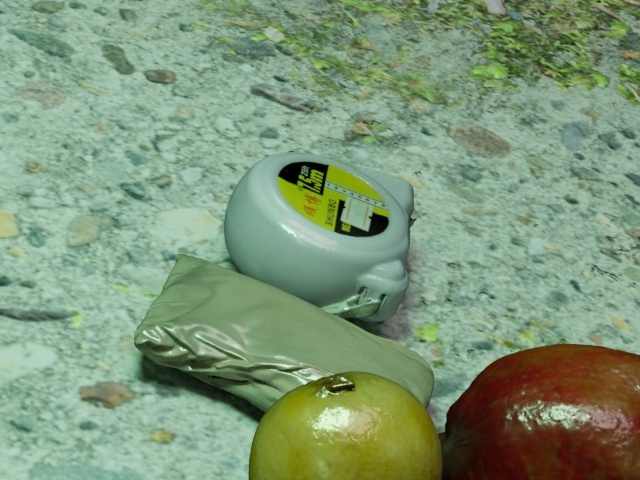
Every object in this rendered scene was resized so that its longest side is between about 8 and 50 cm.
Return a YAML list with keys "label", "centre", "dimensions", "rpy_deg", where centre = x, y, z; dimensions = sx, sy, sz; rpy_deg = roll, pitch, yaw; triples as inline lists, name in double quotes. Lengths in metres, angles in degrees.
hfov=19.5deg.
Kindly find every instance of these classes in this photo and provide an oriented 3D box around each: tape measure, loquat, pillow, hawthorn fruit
- label: "tape measure"
  centre: [-0.003, -0.003, 1.731]
  dimensions: [0.178, 0.105, 0.196]
  rpy_deg: [23, 32, -4]
- label: "loquat"
  centre: [0.018, 0.173, 1.416]
  dimensions: [0.163, 0.163, 0.137]
  rpy_deg: [-9, 17, -36]
- label: "pillow"
  centre: [-0.033, 0.099, 1.583]
  dimensions: [0.270, 0.067, 0.173]
  rpy_deg: [23, 28, 10]
- label: "hawthorn fruit"
  centre: [0.186, 0.166, 1.482]
  dimensions: [0.251, 0.189, 0.189]
  rpy_deg: [13, 31, 4]
